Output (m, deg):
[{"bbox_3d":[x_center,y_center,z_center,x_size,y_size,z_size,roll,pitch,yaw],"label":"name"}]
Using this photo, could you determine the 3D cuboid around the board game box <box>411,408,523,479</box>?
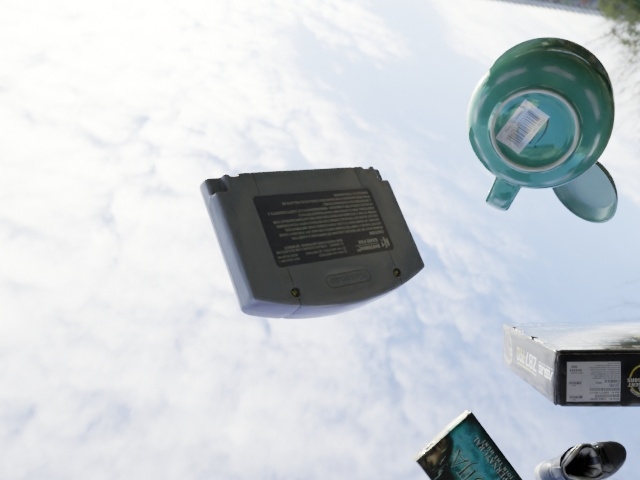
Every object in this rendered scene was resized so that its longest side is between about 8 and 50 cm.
[{"bbox_3d":[0.255,0.394,1.133,0.186,0.126,0.026,52,170,-7],"label":"board game box"}]

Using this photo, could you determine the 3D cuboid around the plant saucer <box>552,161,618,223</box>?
[{"bbox_3d":[0.374,-0.079,0.955,0.021,0.119,0.119,-34,-113,-16],"label":"plant saucer"}]

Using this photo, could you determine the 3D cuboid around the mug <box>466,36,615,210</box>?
[{"bbox_3d":[0.203,-0.101,0.625,0.097,0.130,0.157,-48,-53,-58],"label":"mug"}]

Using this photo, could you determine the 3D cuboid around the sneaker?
[{"bbox_3d":[0.604,0.484,1.486,0.226,0.163,0.086,-13,-116,-15],"label":"sneaker"}]

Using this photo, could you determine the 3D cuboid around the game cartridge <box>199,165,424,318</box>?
[{"bbox_3d":[0.000,0.000,0.895,0.297,0.062,0.198,-7,-107,-39],"label":"game cartridge"}]

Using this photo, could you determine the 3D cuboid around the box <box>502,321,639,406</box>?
[{"bbox_3d":[0.543,0.199,1.151,0.395,0.097,0.318,-1,-177,0],"label":"box"}]
